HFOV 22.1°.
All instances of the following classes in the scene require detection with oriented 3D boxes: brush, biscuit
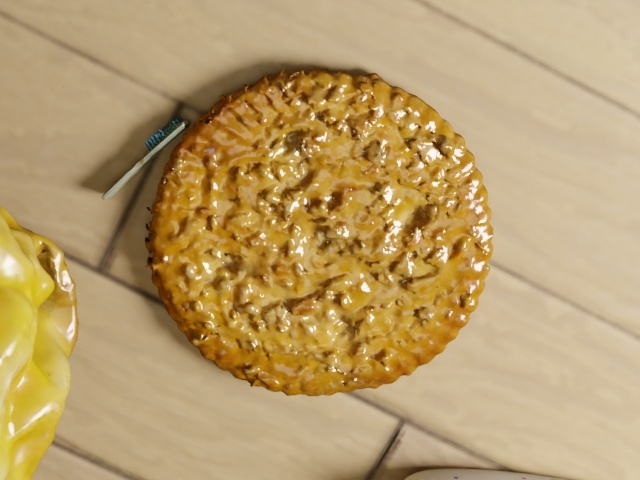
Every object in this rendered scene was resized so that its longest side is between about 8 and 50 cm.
[{"bbox_3d":[-0.126,-0.059,1.165,0.084,0.016,0.013,-42,91,15],"label":"brush"},{"bbox_3d":[0.000,0.000,1.172,0.254,0.035,0.254,1,110,1],"label":"biscuit"}]

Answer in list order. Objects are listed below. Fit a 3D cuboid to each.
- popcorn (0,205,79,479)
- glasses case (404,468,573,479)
[{"bbox_3d":[-0.348,0.083,1.089,0.349,0.382,0.349,-17,116,-37],"label":"popcorn"},{"bbox_3d":[0.154,0.207,1.220,0.197,0.076,0.049,7,112,0],"label":"glasses case"}]
